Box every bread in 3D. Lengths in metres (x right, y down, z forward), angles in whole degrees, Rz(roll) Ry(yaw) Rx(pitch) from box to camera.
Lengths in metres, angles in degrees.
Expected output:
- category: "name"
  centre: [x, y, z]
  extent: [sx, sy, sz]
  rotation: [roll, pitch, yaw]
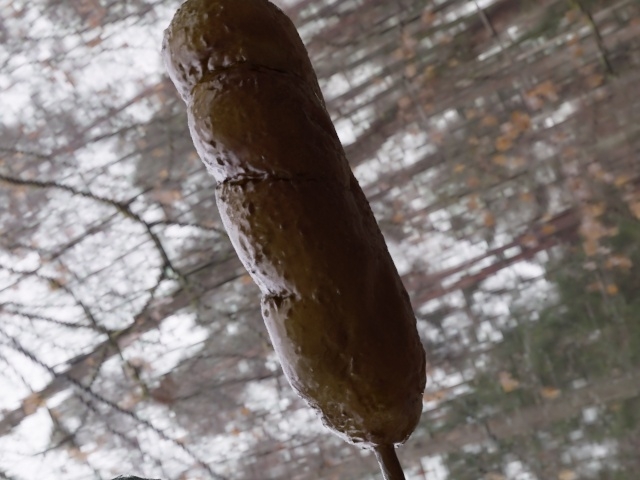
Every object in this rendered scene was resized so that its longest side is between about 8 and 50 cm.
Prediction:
- category: "bread"
  centre: [-0.002, 0.002, 0.722]
  extent: [0.124, 0.084, 0.344]
  rotation: [4, -118, -65]

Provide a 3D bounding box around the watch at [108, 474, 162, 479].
- category: "watch"
  centre: [-0.112, 0.323, 0.809]
  extent: [0.274, 0.068, 0.276]
  rotation: [47, -121, -32]
